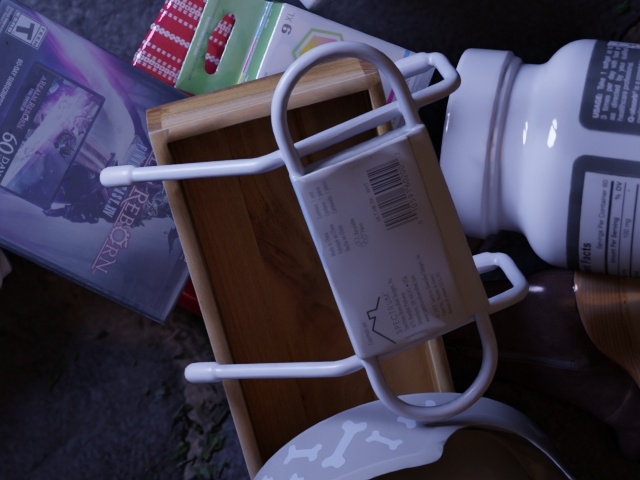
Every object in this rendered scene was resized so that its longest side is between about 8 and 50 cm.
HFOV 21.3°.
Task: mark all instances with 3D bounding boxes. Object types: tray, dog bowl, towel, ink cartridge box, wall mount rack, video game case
[{"bbox_3d":[-0.004,0.052,1.538,0.202,0.076,0.411,-15,113,-1],"label":"tray"},{"bbox_3d":[0.082,0.275,1.549,0.348,0.102,0.349,-8,133,-8],"label":"dog bowl"},{"bbox_3d":[-0.108,-0.081,1.578,0.198,0.031,0.275,28,91,-13],"label":"towel"},{"bbox_3d":[-0.013,-0.149,1.536,0.209,0.062,0.109,20,95,-15],"label":"ink cartridge box"},{"bbox_3d":[0.000,0.000,1.414,0.304,0.130,0.350,-22,114,-2],"label":"wall mount rack"},{"bbox_3d":[-0.210,-0.068,1.500,0.274,0.026,0.196,28,89,-24],"label":"video game case"}]

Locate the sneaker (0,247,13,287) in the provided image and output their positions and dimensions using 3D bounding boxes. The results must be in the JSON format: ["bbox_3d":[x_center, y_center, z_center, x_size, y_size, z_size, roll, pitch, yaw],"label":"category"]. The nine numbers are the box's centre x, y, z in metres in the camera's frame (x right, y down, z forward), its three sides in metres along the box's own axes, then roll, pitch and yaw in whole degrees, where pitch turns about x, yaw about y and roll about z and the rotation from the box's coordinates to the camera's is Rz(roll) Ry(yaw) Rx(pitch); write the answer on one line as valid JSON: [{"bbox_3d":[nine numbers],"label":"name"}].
[{"bbox_3d":[-0.350,0.038,1.513,0.129,0.111,0.297,26,93,-18],"label":"sneaker"}]

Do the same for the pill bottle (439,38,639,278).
[{"bbox_3d":[0.298,-0.069,1.514,0.362,0.210,0.210,8,97,14],"label":"pill bottle"}]

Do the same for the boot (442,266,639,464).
[{"bbox_3d":[0.226,0.122,1.645,0.206,0.090,0.248,-3,128,13],"label":"boot"}]

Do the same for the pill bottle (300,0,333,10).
[{"bbox_3d":[-0.027,-0.310,1.514,0.108,0.108,0.193,-39,89,-3],"label":"pill bottle"}]
